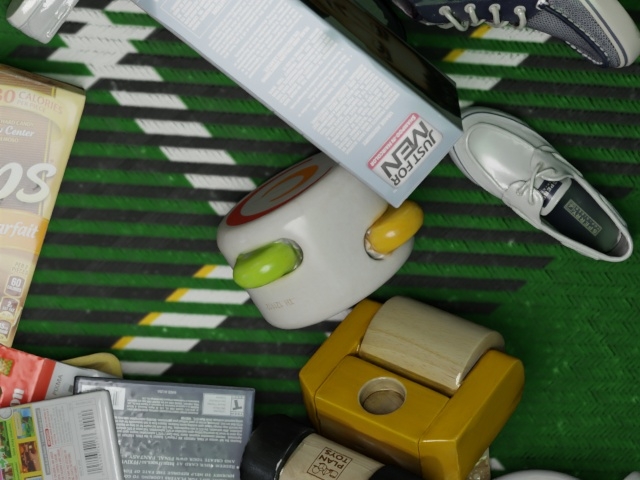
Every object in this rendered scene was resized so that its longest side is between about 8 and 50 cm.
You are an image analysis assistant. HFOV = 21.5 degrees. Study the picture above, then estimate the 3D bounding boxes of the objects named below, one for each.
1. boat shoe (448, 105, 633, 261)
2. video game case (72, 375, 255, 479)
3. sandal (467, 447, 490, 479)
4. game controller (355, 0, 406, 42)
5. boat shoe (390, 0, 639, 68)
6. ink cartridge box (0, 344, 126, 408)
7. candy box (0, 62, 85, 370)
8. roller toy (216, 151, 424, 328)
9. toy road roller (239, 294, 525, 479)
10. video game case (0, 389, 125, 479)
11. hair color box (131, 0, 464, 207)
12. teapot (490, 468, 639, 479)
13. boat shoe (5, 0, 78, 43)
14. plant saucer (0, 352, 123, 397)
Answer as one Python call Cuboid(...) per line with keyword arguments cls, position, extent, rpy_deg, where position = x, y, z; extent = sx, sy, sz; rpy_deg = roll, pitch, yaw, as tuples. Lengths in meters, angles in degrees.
Cuboid(cls="boat shoe", position=(0.257, -0.064, 1.921), extent=(0.258, 0.084, 0.095), rpy_deg=(32, 95, -14))
Cuboid(cls="video game case", position=(-0.177, 0.288, 1.806), extent=(0.196, 0.026, 0.274), rpy_deg=(5, 87, -14))
Cuboid(cls="sandal", position=(0.165, 0.212, 1.967), extent=(0.088, 0.079, 0.240), rpy_deg=(-12, 103, -7))
Cuboid(cls="game controller", position=(-0.054, -0.279, 1.846), extent=(0.166, 0.067, 0.319), rpy_deg=(-38, 105, 15))
Cuboid(cls="boat shoe", position=(0.185, -0.269, 1.844), extent=(0.340, 0.127, 0.158), rpy_deg=(41, 84, -6))
Cuboid(cls="ink cartridge box", position=(-0.286, 0.202, 1.810), extent=(0.179, 0.045, 0.145), rpy_deg=(19, 83, -20))
Cuboid(cls="candy box", position=(-0.385, -0.038, 1.818), extent=(0.183, 0.087, 0.316), rpy_deg=(16, 99, -12))
Cuboid(cls="roller toy", position=(0.000, 0.000, 1.837), extent=(0.209, 0.191, 0.146), rpy_deg=(-34, 105, -5))
Cuboid(cls="toy road roller", position=(0.075, 0.248, 1.878), extent=(0.329, 0.203, 0.240), rpy_deg=(-50, 147, -30))
Cuboid(cls="video game case", position=(-0.303, 0.285, 1.762), extent=(0.206, 0.026, 0.227), rpy_deg=(-11, 86, 5))
Cuboid(cls="hair color box", position=(-0.030, -0.212, 1.736), extent=(0.374, 0.185, 0.113), rpy_deg=(38, 108, -12))
Cuboid(cls="teapot", position=(0.255, 0.388, 1.971), extent=(0.256, 0.187, 0.252), rpy_deg=(2, 75, 6))
Cuboid(cls="boat shoe", position=(-0.258, -0.290, 1.802), extent=(0.063, 0.066, 0.184), rpy_deg=(37, 91, -29))
Cuboid(cls="plant saucer", position=(-0.371, 0.305, 1.873), extent=(0.333, 0.081, 0.332), rpy_deg=(-11, 103, -20))
